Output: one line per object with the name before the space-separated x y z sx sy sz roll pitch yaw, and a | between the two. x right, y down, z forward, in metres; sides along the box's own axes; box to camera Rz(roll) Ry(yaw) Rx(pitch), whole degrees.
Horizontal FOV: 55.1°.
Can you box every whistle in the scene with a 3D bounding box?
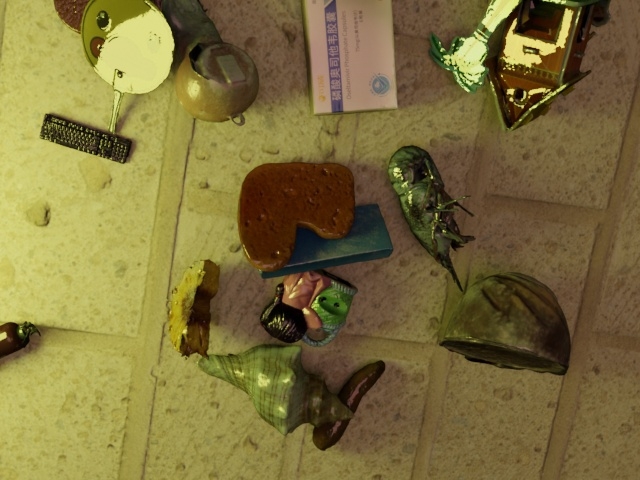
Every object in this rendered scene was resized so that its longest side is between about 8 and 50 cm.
whistle | -0.254 -0.392 1.332 0.189 0.189 0.347 -27 84 -3

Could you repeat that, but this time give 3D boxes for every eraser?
eraser | 0.000 0.000 1.425 0.312 0.144 0.042 -10 144 -7

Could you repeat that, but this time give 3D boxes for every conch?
conch | -0.098 0.342 1.453 0.386 0.169 0.203 26 75 -12

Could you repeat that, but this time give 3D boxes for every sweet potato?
sweet potato | 0.066 0.407 1.534 0.075 0.075 0.273 35 89 -11

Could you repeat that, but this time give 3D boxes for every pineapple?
pineapple | -0.296 0.157 1.416 0.079 0.135 0.233 20 74 -38

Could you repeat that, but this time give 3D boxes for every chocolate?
chocolate | 0.447 0.182 1.460 0.303 0.303 0.213 20 74 -10

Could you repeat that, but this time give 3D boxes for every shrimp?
shrimp | 0.280 -0.054 1.435 0.137 0.172 0.372 -35 95 -6

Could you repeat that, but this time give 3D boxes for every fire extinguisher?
fire extinguisher | -0.737 0.244 1.384 0.231 0.099 0.071 -23 122 -2

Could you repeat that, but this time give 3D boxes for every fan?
fan | -0.422 -0.383 1.309 0.230 0.011 0.335 26 118 9

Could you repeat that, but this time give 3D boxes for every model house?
model house | 0.465 -0.445 1.426 0.300 0.340 0.323 -28 134 -41

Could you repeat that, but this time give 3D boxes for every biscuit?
biscuit | -0.456 -0.504 1.332 0.236 0.039 0.179 15 101 -10
biscuit | -0.050 -0.056 1.398 0.277 0.052 0.262 -4 69 -10

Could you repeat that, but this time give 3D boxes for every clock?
clock | -0.029 0.162 1.465 0.194 0.100 0.195 28 96 -12

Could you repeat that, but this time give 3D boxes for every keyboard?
keyboard | -0.528 -0.228 1.378 0.196 0.018 0.060 17 99 -9

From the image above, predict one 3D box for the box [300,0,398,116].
box | 0.064 -0.463 1.393 0.200 0.065 0.343 -5 100 -6
